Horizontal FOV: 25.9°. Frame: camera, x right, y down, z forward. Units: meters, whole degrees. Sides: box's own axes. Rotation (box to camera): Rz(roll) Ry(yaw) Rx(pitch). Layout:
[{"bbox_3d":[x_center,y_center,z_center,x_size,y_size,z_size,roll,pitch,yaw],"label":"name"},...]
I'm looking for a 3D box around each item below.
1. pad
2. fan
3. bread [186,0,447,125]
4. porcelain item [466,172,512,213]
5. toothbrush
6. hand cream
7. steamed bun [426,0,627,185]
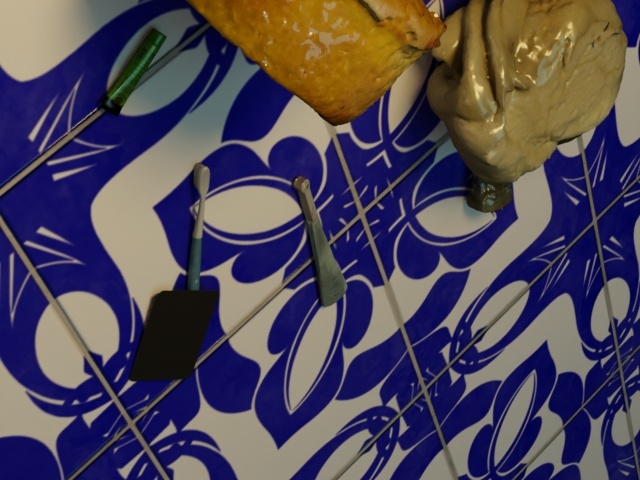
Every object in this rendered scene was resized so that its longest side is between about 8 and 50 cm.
[{"bbox_3d":[-0.215,0.140,2.050,0.112,0.003,0.157,2,118,-40],"label":"pad"},{"bbox_3d":[0.000,0.000,2.192,0.057,0.023,0.282,-37,139,-22],"label":"fan"},{"bbox_3d":[-0.030,-0.312,1.687,0.215,0.398,0.398,-48,142,6],"label":"bread"},{"bbox_3d":[0.288,-0.157,2.367,0.081,0.069,0.216,-24,126,-29],"label":"porcelain item"},{"bbox_3d":[-0.180,0.011,2.007,0.019,0.025,0.276,-16,128,-33],"label":"toothbrush"},{"bbox_3d":[-0.238,-0.216,1.783,0.122,0.023,0.036,-57,143,1],"label":"hand cream"},{"bbox_3d":[0.310,-0.261,2.176,0.372,0.230,0.325,-38,146,-22],"label":"steamed bun"}]
